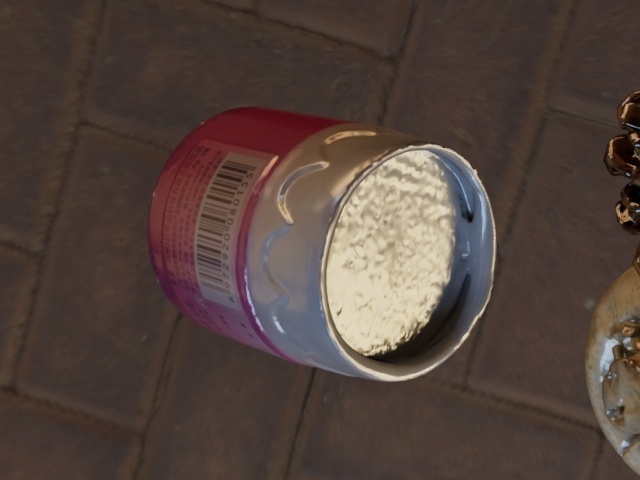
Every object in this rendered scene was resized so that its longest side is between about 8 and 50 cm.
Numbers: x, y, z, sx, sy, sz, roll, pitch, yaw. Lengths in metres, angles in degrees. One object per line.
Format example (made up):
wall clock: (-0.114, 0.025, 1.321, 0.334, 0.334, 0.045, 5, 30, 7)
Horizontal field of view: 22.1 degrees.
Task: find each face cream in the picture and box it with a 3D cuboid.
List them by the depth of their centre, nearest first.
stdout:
face cream: (0.000, 0.000, 1.149, 0.175, 0.195, 0.175, -11, 108, -38)

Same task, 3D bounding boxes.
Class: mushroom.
mushroom: (0.350, 0.142, 1.674, 0.195, 0.189, 0.253, -15, 91, -34)

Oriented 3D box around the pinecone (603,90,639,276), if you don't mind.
pinecone: (0.346, -0.040, 1.363, 0.246, 0.246, 0.292, -49, 131, 6)
